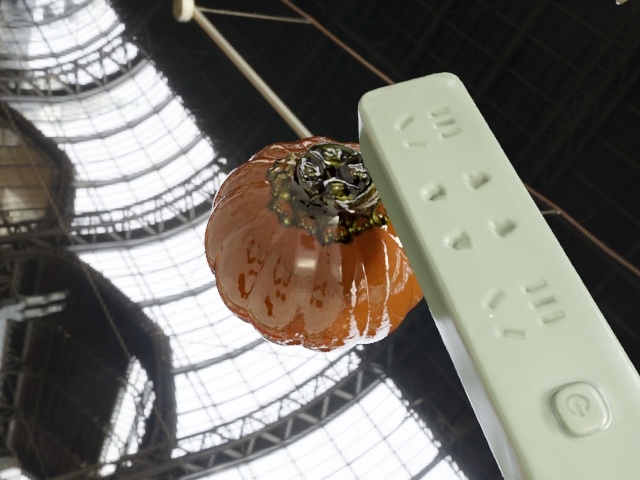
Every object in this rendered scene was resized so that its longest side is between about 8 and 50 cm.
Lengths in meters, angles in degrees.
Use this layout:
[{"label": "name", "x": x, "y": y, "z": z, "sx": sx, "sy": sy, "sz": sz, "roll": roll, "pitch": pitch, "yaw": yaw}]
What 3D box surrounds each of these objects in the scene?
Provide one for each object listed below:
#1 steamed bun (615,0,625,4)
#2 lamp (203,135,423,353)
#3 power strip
[{"label": "steamed bun", "x": 0.290, "y": -0.370, "z": 0.513, "sx": 0.272, "sy": 0.273, "sz": 0.290, "roll": 60, "pitch": -23, "yaw": -5}, {"label": "lamp", "x": 0.000, "y": 0.000, "z": 0.691, "sx": 0.223, "sy": 0.223, "sz": 0.197, "roll": 56, "pitch": -27, "yaw": 31}, {"label": "power strip", "x": 0.118, "y": 0.030, "z": 0.484, "sx": 0.062, "sy": 0.091, "sz": 0.385, "roll": 79, "pitch": -6, "yaw": -52}]
